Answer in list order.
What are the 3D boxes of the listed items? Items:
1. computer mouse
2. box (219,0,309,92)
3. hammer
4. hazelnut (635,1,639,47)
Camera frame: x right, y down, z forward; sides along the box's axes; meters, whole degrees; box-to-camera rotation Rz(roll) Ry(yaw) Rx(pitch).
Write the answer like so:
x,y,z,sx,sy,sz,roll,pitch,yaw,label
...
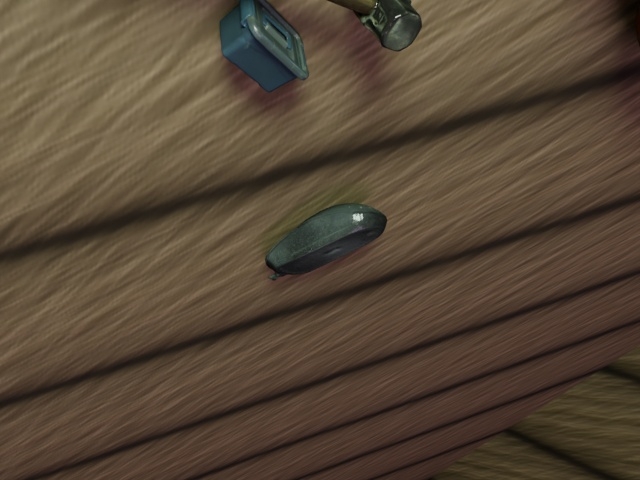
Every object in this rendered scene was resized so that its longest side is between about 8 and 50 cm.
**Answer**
x,y,z,sx,sy,sz,roll,pitch,yaw,label
0.000,-0.006,0.916,0.228,0.069,0.113,-26,158,23,computer mouse
-0.063,-0.211,0.618,0.054,0.074,0.099,-24,147,27,box
-0.068,-0.261,0.511,0.365,0.111,0.043,6,136,-33,hammer
0.514,-0.296,0.727,0.214,0.177,0.214,-30,172,-5,hazelnut
